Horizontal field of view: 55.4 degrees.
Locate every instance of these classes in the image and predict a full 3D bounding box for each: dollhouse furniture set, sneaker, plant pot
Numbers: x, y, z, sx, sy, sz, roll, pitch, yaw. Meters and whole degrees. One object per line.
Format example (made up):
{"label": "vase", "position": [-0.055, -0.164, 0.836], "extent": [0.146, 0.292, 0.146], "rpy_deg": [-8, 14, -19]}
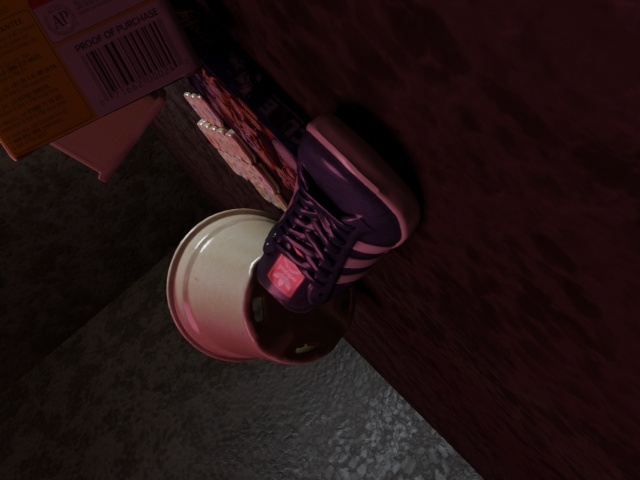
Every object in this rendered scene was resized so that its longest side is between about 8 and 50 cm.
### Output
{"label": "dollhouse furniture set", "position": [-0.306, -0.279, 0.827], "extent": [0.198, 0.286, 0.303], "rpy_deg": [34, -163, -29]}
{"label": "sneaker", "position": [0.000, 0.000, 0.626], "extent": [0.131, 0.148, 0.350], "rpy_deg": [47, 172, 13]}
{"label": "plant pot", "position": [-0.099, 0.104, 1.191], "extent": [0.333, 0.334, 0.305], "rpy_deg": [52, 161, -20]}

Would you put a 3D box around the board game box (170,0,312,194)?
{"label": "board game box", "position": [-0.083, -0.156, 0.716], "extent": [0.243, 0.042, 0.165], "rpy_deg": [47, 172, 13]}

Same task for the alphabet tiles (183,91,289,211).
{"label": "alphabet tiles", "position": [-0.163, -0.166, 1.179], "extent": [0.278, 0.021, 0.284], "rpy_deg": [52, 171, -26]}

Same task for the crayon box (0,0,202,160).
{"label": "crayon box", "position": [-0.268, -0.258, 0.533], "extent": [0.318, 0.202, 0.081], "rpy_deg": [66, 171, -29]}
